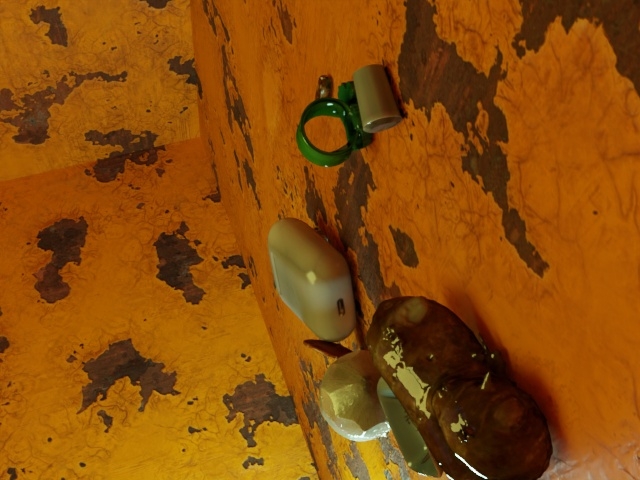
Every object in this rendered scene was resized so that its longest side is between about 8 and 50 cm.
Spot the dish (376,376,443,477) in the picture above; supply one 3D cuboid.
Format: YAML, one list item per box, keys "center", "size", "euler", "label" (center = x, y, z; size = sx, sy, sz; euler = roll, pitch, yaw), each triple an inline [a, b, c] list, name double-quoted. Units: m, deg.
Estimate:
- center: [0.207, 0.394, 1.608]
  size: [0.234, 0.064, 0.154]
  euler: [66, 159, 0]
  label: "dish"

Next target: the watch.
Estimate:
- center: [0.020, -0.242, 1.543]
  size: [0.131, 0.152, 0.165]
  euler: [125, 127, -76]
  label: "watch"

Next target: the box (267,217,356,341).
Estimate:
- center: [-0.026, 0.106, 2.051]
  size: [0.349, 0.141, 0.288]
  euler: [40, 147, 53]
  label: "box"

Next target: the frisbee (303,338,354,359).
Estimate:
- center: [0.046, 0.302, 2.019]
  size: [0.035, 0.192, 0.192]
  euler: [-70, 16, -1]
  label: "frisbee"

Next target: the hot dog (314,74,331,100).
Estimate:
- center: [0.007, -0.342, 1.728]
  size: [0.122, 0.037, 0.049]
  euler: [108, 156, -56]
  label: "hot dog"

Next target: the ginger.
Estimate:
- center: [0.226, 0.236, 1.210]
  size: [0.418, 0.176, 0.254]
  euler: [60, 157, 31]
  label: "ginger"

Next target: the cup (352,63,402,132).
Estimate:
- center: [0.107, -0.260, 1.378]
  size: [0.104, 0.074, 0.116]
  euler: [22, -128, -71]
  label: "cup"

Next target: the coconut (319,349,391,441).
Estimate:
- center: [0.099, 0.376, 1.770]
  size: [0.234, 0.224, 0.224]
  euler: [118, 135, -73]
  label: "coconut"

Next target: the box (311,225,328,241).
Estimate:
- center: [0.000, 0.000, 2.136]
  size: [0.083, 0.024, 0.054]
  euler: [-129, 28, -58]
  label: "box"
